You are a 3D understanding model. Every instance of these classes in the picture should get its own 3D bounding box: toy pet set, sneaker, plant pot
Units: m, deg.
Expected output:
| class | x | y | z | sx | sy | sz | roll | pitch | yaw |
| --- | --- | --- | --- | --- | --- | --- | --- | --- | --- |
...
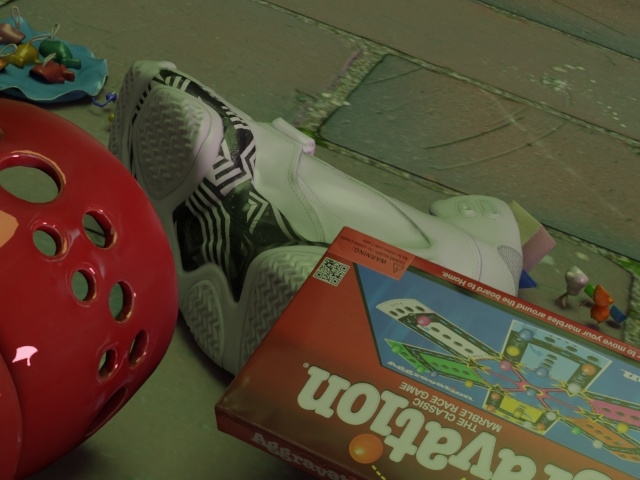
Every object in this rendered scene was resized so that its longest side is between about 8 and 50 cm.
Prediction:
| class | x | y | z | sx | sy | sz | roll | pitch | yaw |
| --- | --- | --- | --- | --- | --- | --- | --- | --- | --- |
| toy pet set | 0.168 | 0.028 | 1.178 | 0.122 | 0.065 | 0.114 | 46 | 2 | 40 |
| sneaker | 0.000 | 0.000 | 1.015 | 0.210 | 0.137 | 0.366 | -1 | 37 | -37 |
| plant pot | -0.191 | 0.046 | 0.739 | 0.191 | 0.191 | 0.174 | 23 | 34 | 10 |

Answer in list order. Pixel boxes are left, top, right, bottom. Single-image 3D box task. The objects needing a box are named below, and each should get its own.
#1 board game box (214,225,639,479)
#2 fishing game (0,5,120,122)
| class | x | y | z | sx | sy | sz | roll | pitch | yaw |
| --- | --- | --- | --- | --- | --- | --- | --- | --- | --- |
| board game box | 0.100 | 0.098 | 0.774 | 0.281 | 0.027 | 0.145 | 23 | 56 | 19 |
| fishing game | -0.273 | -0.173 | 1.287 | 0.264 | 0.041 | 0.189 | 23 | 23 | 11 |
